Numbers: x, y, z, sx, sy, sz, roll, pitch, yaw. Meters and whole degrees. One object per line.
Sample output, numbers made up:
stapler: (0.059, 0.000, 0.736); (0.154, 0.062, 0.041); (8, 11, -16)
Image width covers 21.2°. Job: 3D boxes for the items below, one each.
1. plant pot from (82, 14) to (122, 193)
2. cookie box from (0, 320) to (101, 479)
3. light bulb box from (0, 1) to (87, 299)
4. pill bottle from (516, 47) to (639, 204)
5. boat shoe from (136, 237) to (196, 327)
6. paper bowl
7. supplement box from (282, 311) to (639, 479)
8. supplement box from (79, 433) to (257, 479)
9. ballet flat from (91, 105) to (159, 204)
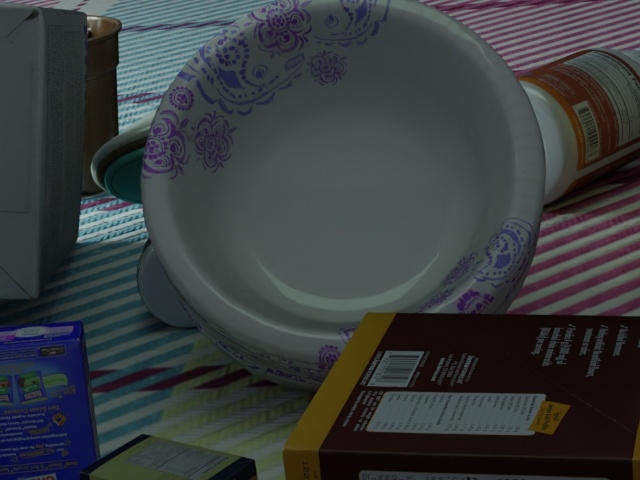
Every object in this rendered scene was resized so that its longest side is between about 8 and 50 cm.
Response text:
plant pot: (-0.277, -0.135, 1.761); (0.167, 0.165, 0.167); (-5, 19, 2)
cookie box: (-0.192, 0.111, 1.098); (0.092, 0.107, 0.040); (-5, 17, -1)
light bulb box: (-0.383, -0.092, 1.401); (0.358, 0.225, 0.361); (3, 7, -4)
pill bottle: (0.245, -0.115, 1.628); (0.121, 0.121, 0.216); (11, 24, 39)
boat shoe: (0.000, 0.000, 1.395); (0.301, 0.108, 0.102); (-13, 20, 1)
paper bowl: (0.020, -0.027, 1.246); (0.284, 0.284, 0.148); (-4, -22, 3)
supplement box: (0.102, 0.132, 0.921); (0.194, 0.129, 0.191); (0, 19, 15)
supplement box: (-0.081, 0.162, 0.952); (0.083, 0.083, 0.056); (7, 23, 35)
ballet flat: (-0.035, -0.120, 1.676); (0.400, 0.139, 0.139); (-7, 18, -15)
